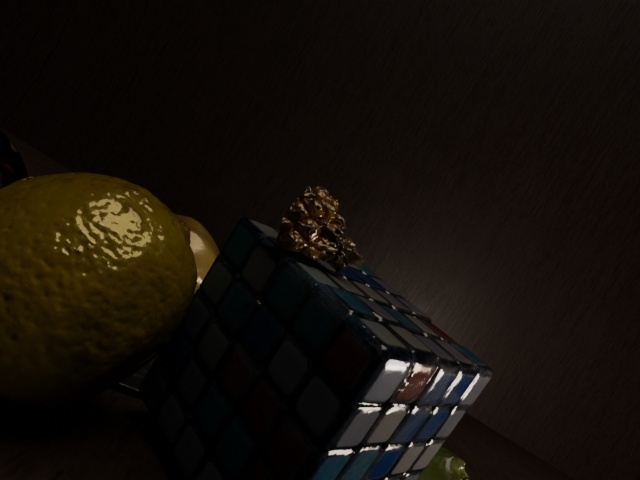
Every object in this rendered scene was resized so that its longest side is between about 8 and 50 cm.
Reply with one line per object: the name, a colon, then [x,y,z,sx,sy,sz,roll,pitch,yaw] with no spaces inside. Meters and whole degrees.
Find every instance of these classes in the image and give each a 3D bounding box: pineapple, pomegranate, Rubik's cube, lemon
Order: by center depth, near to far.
lemon: [-0.276,0.046,0.552,0.253,0.310,0.254,28,-44,31]
pineapple: [0.000,0.000,0.582,0.114,0.077,0.114,41,42,-1]
Rubik's cube: [-0.008,0.184,0.636,0.292,0.287,0.293,40,11,39]
pomegranate: [-0.339,0.056,1.104,0.233,0.233,0.233,32,-1,0]

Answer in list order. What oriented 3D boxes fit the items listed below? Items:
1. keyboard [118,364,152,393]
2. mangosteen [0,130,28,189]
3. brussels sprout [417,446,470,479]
keyboard: [-0.228,0.229,0.760,0.381,0.041,0.103,25,4,-31]
mangosteen: [-0.563,-0.075,0.698,0.265,0.229,0.228,-16,-32,33]
brussels sprout: [0.161,0.409,0.730,0.131,0.145,0.183,78,3,-56]
